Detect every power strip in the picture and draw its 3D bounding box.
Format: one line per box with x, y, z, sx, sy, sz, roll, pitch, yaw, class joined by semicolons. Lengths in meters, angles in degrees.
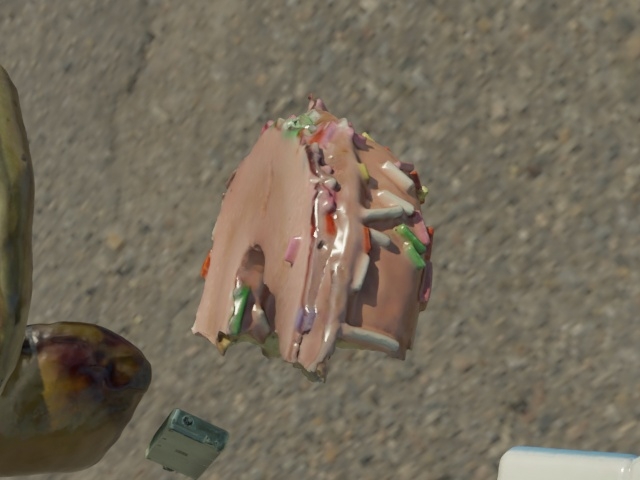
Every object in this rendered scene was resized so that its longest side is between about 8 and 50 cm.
-0.084;0.129;1.177;0.040;0.090;0.016;25;65;-6;power strip

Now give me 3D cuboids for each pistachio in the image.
-0.242;0.136;1.637;0.165;0.210;0.131;51;27;-37;pistachio

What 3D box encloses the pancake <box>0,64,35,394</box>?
-0.190;-0.017;0.939;0.029;0.212;0.235;-4;36;-27;pancake

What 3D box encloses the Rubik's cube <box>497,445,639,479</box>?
0.277;0.283;1.048;0.291;0.290;0.291;22;73;-43;Rubik's cube

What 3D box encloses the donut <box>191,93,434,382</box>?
0.000;0.000;0.769;0.065;0.166;0.117;12;86;-19;donut
